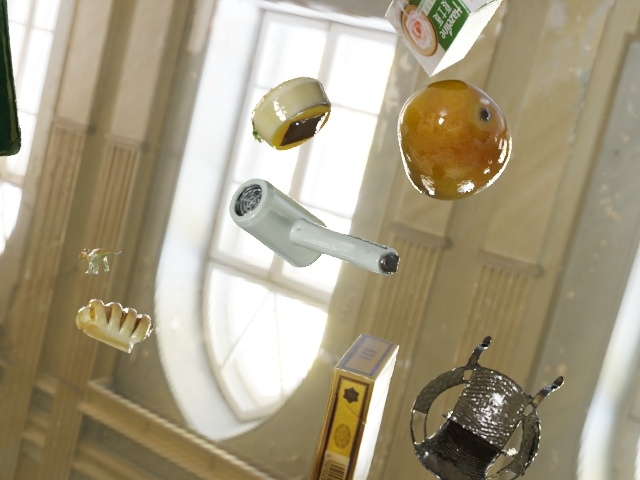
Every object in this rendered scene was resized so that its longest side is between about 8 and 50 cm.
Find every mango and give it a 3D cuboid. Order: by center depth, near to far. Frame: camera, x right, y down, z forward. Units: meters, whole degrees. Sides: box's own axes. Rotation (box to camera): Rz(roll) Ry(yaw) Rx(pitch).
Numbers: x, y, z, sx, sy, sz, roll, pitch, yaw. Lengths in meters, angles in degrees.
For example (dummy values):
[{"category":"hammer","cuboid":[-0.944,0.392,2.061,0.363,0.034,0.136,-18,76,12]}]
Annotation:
[{"category":"mango","cuboid":[0.215,-0.150,1.468,0.175,0.139,0.254,16,157,19]}]

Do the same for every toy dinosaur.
[{"category":"toy dinosaur","cuboid":[-0.347,0.033,1.451,0.026,0.041,0.113,0,180,-44]}]

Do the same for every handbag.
[{"category":"handbag","cuboid":[-0.643,-0.305,1.628,0.238,0.326,0.089,13,-154,29]}]

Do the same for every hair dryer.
[{"category":"hair dryer","cuboid":[0.000,0.000,1.129,0.236,0.073,0.131,23,170,45]}]

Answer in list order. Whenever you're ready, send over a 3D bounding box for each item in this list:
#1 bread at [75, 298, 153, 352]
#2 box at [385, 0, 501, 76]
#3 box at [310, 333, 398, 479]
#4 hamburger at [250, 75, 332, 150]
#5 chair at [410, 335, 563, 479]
[{"category":"bread","cuboid":[-0.463,0.189,2.093,0.177,0.084,0.119,26,151,-22]},{"category":"box","cuboid":[0.191,-0.370,1.459,0.135,0.081,0.199,55,162,10]},{"category":"box","cuboid":[0.059,0.350,1.742,0.084,0.301,0.193,16,-163,13]},{"category":"hamburger","cuboid":[-0.048,-0.195,1.410,0.126,0.081,0.141,-28,161,-19]},{"category":"chair","cuboid":[0.225,0.248,1.284,0.174,0.149,0.213,30,-159,19]}]
